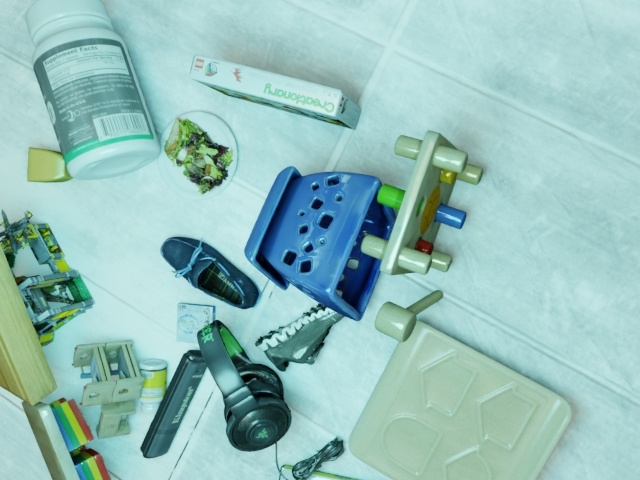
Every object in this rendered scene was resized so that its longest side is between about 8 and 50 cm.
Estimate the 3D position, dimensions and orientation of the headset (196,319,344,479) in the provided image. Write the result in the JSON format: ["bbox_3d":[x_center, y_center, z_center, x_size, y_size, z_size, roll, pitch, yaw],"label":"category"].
[{"bbox_3d":[-0.111,0.330,1.206,0.185,0.243,0.394,-29,101,-5],"label":"headset"}]

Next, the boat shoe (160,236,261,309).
[{"bbox_3d":[-0.249,0.063,1.283,0.258,0.089,0.109,25,99,12],"label":"boat shoe"}]

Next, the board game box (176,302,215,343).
[{"bbox_3d":[-0.287,0.192,1.336,0.090,0.020,0.090,4,94,14],"label":"board game box"}]

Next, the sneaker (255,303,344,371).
[{"bbox_3d":[-0.021,0.207,1.242,0.234,0.078,0.106,-30,91,16],"label":"sneaker"}]

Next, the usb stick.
[{"bbox_3d":[-0.334,0.378,1.333,0.045,0.077,0.278,33,101,38],"label":"usb stick"}]

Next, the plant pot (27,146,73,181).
[{"bbox_3d":[-0.635,-0.175,1.379,0.083,0.081,0.082,6,95,4],"label":"plant pot"}]

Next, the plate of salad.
[{"bbox_3d":[-0.282,-0.190,1.299,0.199,0.048,0.200,1,93,14],"label":"plate of salad"}]

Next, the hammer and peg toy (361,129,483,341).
[{"bbox_3d":[0.178,-0.009,1.085,0.127,0.266,0.361,21,98,23],"label":"hammer and peg toy"}]

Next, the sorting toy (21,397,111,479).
[{"bbox_3d":[-0.584,0.479,1.344,0.257,0.089,0.256,-16,96,54],"label":"sorting toy"}]

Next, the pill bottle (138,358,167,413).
[{"bbox_3d":[-0.392,0.340,1.349,0.065,0.065,0.116,5,94,14],"label":"pill bottle"}]

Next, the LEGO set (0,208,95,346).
[{"bbox_3d":[-0.712,0.107,1.354,0.255,0.192,0.331,-23,87,15],"label":"LEGO set"}]

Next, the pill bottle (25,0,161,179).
[{"bbox_3d":[-0.501,-0.332,1.269,0.204,0.204,0.361,-20,87,15],"label":"pill bottle"}]

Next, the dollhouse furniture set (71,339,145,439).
[{"bbox_3d":[-0.501,0.346,1.334,0.129,0.129,0.184,52,130,43],"label":"dollhouse furniture set"}]

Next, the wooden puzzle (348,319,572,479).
[{"bbox_3d":[0.271,0.373,1.175,0.347,0.080,0.322,28,99,16],"label":"wooden puzzle"}]

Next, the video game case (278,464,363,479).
[{"bbox_3d":[0.013,0.645,1.235,0.248,0.035,0.275,6,77,14],"label":"video game case"}]

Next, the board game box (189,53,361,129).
[{"bbox_3d":[-0.083,-0.295,1.165,0.305,0.193,0.053,18,97,14],"label":"board game box"}]

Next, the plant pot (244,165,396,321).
[{"bbox_3d":[0.000,0.000,1.121,0.212,0.236,0.236,16,76,21],"label":"plant pot"}]

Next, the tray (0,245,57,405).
[{"bbox_3d":[-0.715,0.152,1.245,0.202,0.076,0.411,13,123,31],"label":"tray"}]
